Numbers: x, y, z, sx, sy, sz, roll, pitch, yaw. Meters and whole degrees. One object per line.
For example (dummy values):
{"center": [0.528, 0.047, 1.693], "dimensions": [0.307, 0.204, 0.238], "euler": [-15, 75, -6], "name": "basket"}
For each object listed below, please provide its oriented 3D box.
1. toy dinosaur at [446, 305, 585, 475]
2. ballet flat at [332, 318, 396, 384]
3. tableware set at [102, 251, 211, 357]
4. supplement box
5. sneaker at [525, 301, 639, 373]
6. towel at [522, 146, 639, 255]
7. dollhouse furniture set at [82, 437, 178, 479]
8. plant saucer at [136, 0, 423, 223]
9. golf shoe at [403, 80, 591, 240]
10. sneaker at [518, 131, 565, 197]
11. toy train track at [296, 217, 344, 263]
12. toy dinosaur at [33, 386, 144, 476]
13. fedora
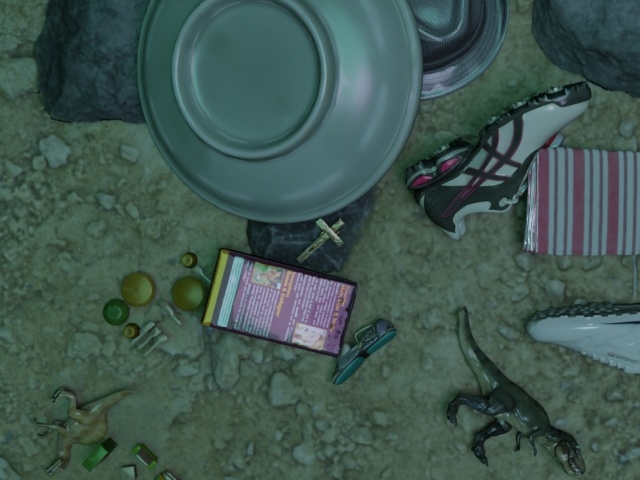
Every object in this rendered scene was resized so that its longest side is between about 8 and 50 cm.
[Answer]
{"center": [0.237, 0.230, 1.238], "dimensions": [0.118, 0.064, 0.268], "euler": [-40, 87, -5], "name": "toy dinosaur"}
{"center": [0.053, 0.150, 1.254], "dimensions": [0.114, 0.041, 0.041], "euler": [-42, 89, 1], "name": "ballet flat"}
{"center": [-0.224, 0.080, 1.266], "dimensions": [0.154, 0.024, 0.104], "euler": [-44, 86, 2], "name": "tableware set"}
{"center": [-0.056, 0.081, 1.218], "dimensions": [0.188, 0.081, 0.104], "euler": [15, 90, -7], "name": "supplement box"}
{"center": [0.394, 0.134, 1.222], "dimensions": [0.235, 0.090, 0.095], "euler": [0, 100, 3], "name": "sneaker"}
{"center": [0.366, -0.051, 1.230], "dimensions": [0.197, 0.029, 0.144], "euler": [1, 92, -15], "name": "towel"}
{"center": [-0.249, 0.335, 1.248], "dimensions": [0.151, 0.058, 0.076], "euler": [44, 92, 1], "name": "dollhouse furniture set"}
{"center": [-0.074, -0.214, 1.158], "dimensions": [0.400, 0.100, 0.400], "euler": [3, 100, 19], "name": "plant saucer"}
{"center": [0.243, -0.107, 1.181], "dimensions": [0.273, 0.105, 0.120], "euler": [-32, 89, 32], "name": "golf shoe"}
{"center": [0.272, -0.113, 1.240], "dimensions": [0.067, 0.042, 0.118], "euler": [36, 86, -1], "name": "sneaker"}
{"center": [0.000, 0.000, 1.263], "dimensions": [0.083, 0.014, 0.048], "euler": [-42, 96, 7], "name": "toy train track"}
{"center": [-0.330, 0.241, 1.262], "dimensions": [0.092, 0.053, 0.183], "euler": [42, 99, -15], "name": "toy dinosaur"}
{"center": [0.129, -0.331, 1.202], "dimensions": [0.243, 0.124, 0.275], "euler": [-21, 90, 2], "name": "fedora"}
